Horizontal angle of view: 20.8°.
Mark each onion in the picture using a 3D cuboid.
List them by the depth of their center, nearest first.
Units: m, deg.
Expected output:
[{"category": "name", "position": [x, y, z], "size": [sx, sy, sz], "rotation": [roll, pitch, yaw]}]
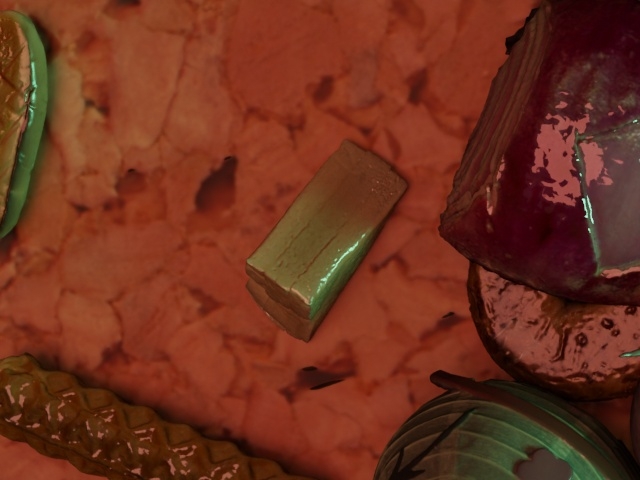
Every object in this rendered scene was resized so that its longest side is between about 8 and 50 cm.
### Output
[{"category": "onion", "position": [0.231, -0.075, 1.348], "size": [0.247, 0.111, 0.250], "rotation": [21, 84, 15]}]

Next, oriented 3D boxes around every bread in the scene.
[{"category": "bread", "position": [0.210, 0.043, 1.428], "size": [0.193, 0.064, 0.193], "rotation": [0, 91, 16]}, {"category": "bread", "position": [0.005, 0.001, 1.516], "size": [0.077, 0.105, 0.152], "rotation": [38, 76, 12]}, {"category": "bread", "position": [-0.147, 0.196, 1.566], "size": [0.367, 0.077, 0.084], "rotation": [20, 102, 16]}, {"category": "bread", "position": [-0.285, -0.104, 1.592], "size": [0.073, 0.053, 0.214], "rotation": [17, 105, 22]}]

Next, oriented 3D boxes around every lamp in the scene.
[{"category": "lamp", "position": [0.154, 0.233, 1.376], "size": [0.265, 0.233, 0.233], "rotation": [41, 108, 11]}]

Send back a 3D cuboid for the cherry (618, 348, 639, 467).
[{"category": "cherry", "position": [0.348, 0.143, 1.322], "size": [0.213, 0.183, 0.266], "rotation": [-27, 113, 10]}]
